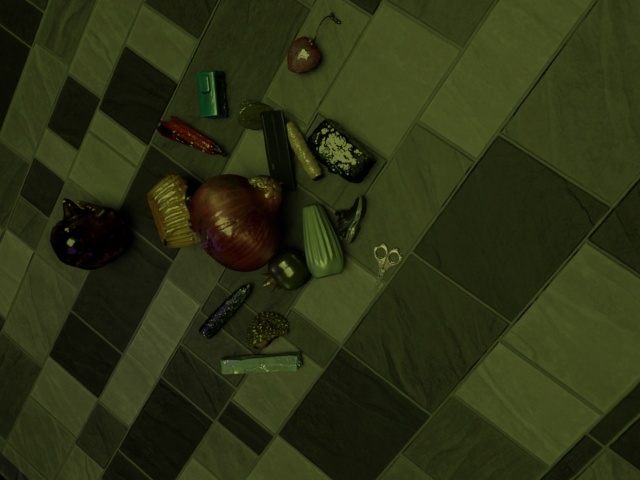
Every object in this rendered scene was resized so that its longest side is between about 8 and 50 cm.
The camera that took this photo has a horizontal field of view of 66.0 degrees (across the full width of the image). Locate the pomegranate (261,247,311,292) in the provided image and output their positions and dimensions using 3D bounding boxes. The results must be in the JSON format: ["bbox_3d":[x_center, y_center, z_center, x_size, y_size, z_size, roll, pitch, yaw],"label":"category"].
[{"bbox_3d":[-0.123,0.112,1.723,0.152,0.131,0.191,48,132,-1],"label":"pomegranate"}]

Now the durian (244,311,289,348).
[{"bbox_3d":[-0.215,0.330,1.792,0.186,0.108,0.119,-24,92,21],"label":"durian"}]

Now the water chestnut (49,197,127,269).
[{"bbox_3d":[-0.890,-0.021,1.885,0.289,0.289,0.244,-13,64,20],"label":"water chestnut"}]

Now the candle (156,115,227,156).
[{"bbox_3d":[-0.463,-0.365,1.779,0.301,0.059,0.084,29,119,13],"label":"candle"}]

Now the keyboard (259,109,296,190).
[{"bbox_3d":[-0.137,-0.248,1.684,0.103,0.041,0.381,4,108,29],"label":"keyboard"}]

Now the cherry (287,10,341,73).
[{"bbox_3d":[-0.018,-0.622,1.575,0.225,0.090,0.107,-40,74,11],"label":"cherry"}]

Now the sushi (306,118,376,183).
[{"bbox_3d":[0.065,-0.282,1.584,0.225,0.124,0.127,40,110,2],"label":"sushi"}]

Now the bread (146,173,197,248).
[{"bbox_3d":[-0.519,-0.101,1.747,0.149,0.274,0.274,-17,96,-24],"label":"bread"}]

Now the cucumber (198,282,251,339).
[{"bbox_3d":[-0.349,0.259,1.849,0.067,0.067,0.293,46,108,6],"label":"cucumber"}]

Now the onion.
[{"bbox_3d":[-0.283,-0.065,1.623,0.353,0.353,0.354,3,101,18],"label":"onion"}]

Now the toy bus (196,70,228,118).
[{"bbox_3d":[-0.376,-0.507,1.706,0.079,0.092,0.160,0,99,17],"label":"toy bus"}]

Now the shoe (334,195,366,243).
[{"bbox_3d":[0.091,-0.078,1.643,0.099,0.071,0.169,22,109,16],"label":"shoe"}]

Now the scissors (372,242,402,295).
[{"bbox_3d":[0.208,0.104,1.665,0.100,0.015,0.189,21,108,15],"label":"scissors"}]

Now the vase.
[{"bbox_3d":[0.000,0.000,1.660,0.128,0.128,0.248,-16,85,20],"label":"vase"}]

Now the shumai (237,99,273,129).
[{"bbox_3d":[-0.230,-0.438,1.683,0.087,0.123,0.099,60,140,42],"label":"shumai"}]

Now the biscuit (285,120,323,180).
[{"bbox_3d":[-0.059,-0.299,1.659,0.055,0.061,0.219,-29,92,-2],"label":"biscuit"}]

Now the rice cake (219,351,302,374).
[{"bbox_3d":[-0.228,0.462,1.846,0.336,0.063,0.066,-9,89,21],"label":"rice cake"}]
